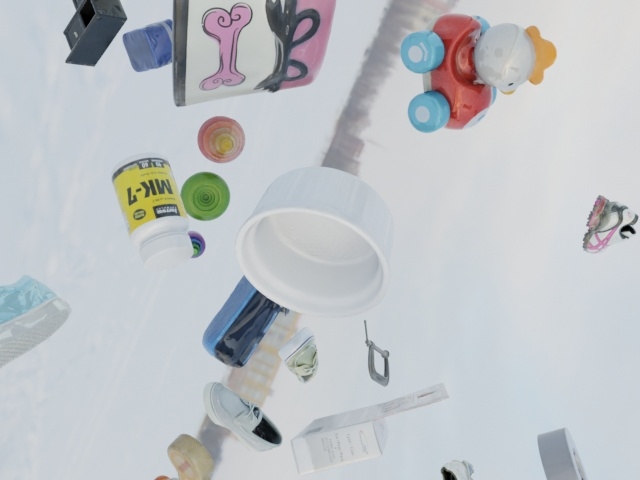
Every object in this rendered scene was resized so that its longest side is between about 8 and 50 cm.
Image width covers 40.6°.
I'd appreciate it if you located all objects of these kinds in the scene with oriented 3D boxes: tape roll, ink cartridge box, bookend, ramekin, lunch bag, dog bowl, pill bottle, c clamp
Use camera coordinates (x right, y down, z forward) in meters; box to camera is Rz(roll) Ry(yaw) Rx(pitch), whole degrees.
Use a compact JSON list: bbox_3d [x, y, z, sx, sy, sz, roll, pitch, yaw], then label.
[{"bbox_3d":[0.587,0.561,2.061,0.072,0.219,0.219,-21,-162,16],"label":"tape roll"},{"bbox_3d":[0.098,0.319,1.482,0.296,0.261,0.066,39,35,-81],"label":"ink cartridge box"},{"bbox_3d":[-0.495,-0.479,1.821,0.072,0.157,0.156,-2,151,-46],"label":"bookend"},{"bbox_3d":[0.000,0.000,1.536,0.277,0.277,0.135,116,-4,-48],"label":"ramekin"},{"bbox_3d":[-0.262,-0.308,1.367,0.065,0.067,0.098,-30,-158,-32],"label":"lunch bag"},{"bbox_3d":[-0.066,-0.336,0.893,0.408,0.150,0.408,-177,-90,-83],"label":"dog bowl"},{"bbox_3d":[-0.324,-0.055,1.680,0.119,0.119,0.208,117,-46,-62],"label":"pill bottle"},{"bbox_3d":[0.144,0.288,2.147,0.161,0.022,0.137,48,37,-54],"label":"c clamp"}]

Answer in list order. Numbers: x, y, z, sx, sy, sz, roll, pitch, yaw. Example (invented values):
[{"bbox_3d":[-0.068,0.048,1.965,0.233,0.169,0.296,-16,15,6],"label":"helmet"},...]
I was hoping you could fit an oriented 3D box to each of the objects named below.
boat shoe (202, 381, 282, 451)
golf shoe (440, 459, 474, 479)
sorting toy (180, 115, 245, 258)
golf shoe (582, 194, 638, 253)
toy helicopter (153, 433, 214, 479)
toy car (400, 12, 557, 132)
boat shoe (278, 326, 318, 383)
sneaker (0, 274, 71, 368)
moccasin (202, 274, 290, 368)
[{"bbox_3d":[-0.151,0.355,1.755,0.081,0.227,0.079,-13,-136,27],"label":"boat shoe"},{"bbox_3d":[0.268,0.518,1.682,0.069,0.086,0.176,-28,-117,33],"label":"golf shoe"},{"bbox_3d":[-0.271,-0.123,2.127,0.126,0.127,0.366,-136,-118,-72],"label":"sorting toy"},{"bbox_3d":[0.526,-0.013,1.573,0.067,0.086,0.186,-62,160,-14],"label":"golf shoe"},{"bbox_3d":[-0.219,0.450,1.504,0.140,0.235,0.355,-38,142,-35],"label":"toy helicopter"},{"bbox_3d":[0.302,-0.300,1.528,0.219,0.238,0.210,-27,115,-46],"label":"toy car"},{"bbox_3d":[-0.043,0.309,2.302,0.109,0.094,0.302,-40,167,-11],"label":"boat shoe"},{"bbox_3d":[-0.629,0.160,1.575,0.135,0.150,0.366,-54,169,24],"label":"sneaker"},{"bbox_3d":[-0.116,0.123,1.874,0.342,0.117,0.137,-50,-155,-7],"label":"moccasin"}]
